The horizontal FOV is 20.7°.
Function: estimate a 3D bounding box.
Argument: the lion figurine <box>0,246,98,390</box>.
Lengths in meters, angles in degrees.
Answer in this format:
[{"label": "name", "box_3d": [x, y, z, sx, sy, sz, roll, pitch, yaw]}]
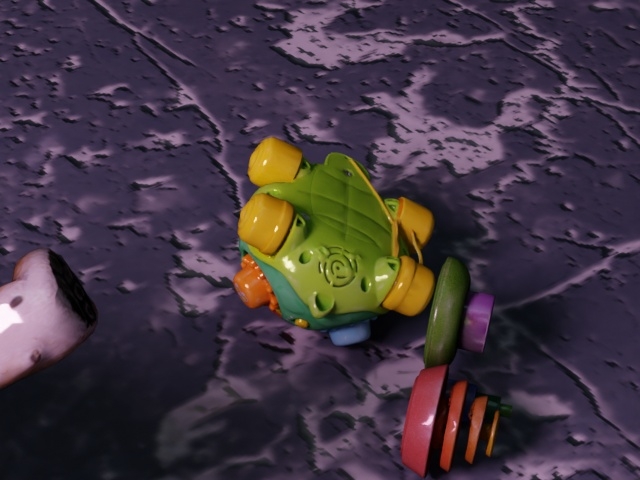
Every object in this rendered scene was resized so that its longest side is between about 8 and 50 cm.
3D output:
[{"label": "lion figurine", "box_3d": [-0.164, 0.119, 0.492, 0.240, 0.142, 0.392, -32, 44, 7]}]

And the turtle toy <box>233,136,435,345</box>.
[{"label": "turtle toy", "box_3d": [0.000, 0.000, 0.817, 0.095, 0.066, 0.130, 25, 31, -13]}]

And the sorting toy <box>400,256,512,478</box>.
[{"label": "sorting toy", "box_3d": [0.063, 0.059, 0.751, 0.042, 0.061, 0.102, 11, 59, 7]}]
